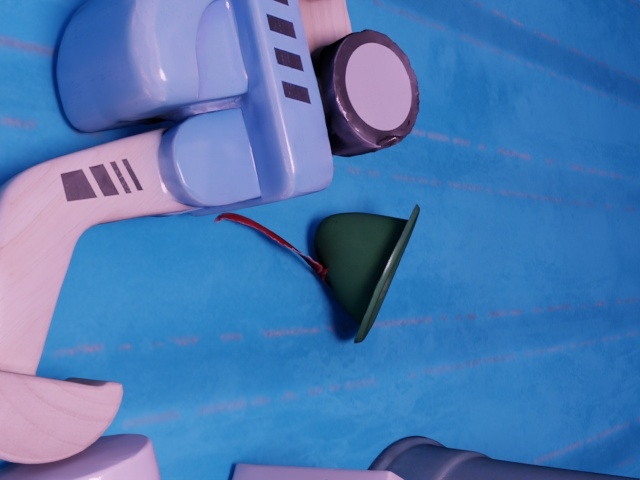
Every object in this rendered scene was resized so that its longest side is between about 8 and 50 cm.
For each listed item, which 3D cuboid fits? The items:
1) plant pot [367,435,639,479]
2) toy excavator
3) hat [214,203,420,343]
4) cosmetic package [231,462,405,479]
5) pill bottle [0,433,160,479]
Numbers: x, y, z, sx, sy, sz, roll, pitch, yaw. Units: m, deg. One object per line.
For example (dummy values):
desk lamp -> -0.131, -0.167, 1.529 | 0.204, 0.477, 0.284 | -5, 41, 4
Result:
plant pot -> 0.252, 0.401, 1.036 | 0.341, 0.334, 0.341 | 12, 74, -51
toy excavator -> -0.141, -0.083, 0.765 | 0.445, 0.222, 0.433 | -15, 96, -39
hat -> 0.000, 0.000, 1.044 | 0.208, 0.183, 0.173 | 101, 14, -60
cosmetic package -> -0.015, 0.398, 0.804 | 0.155, 0.197, 0.365 | 41, 54, -41
pill bottle -> -0.159, 0.289, 0.671 | 0.153, 0.153, 0.264 | -17, 97, -52
